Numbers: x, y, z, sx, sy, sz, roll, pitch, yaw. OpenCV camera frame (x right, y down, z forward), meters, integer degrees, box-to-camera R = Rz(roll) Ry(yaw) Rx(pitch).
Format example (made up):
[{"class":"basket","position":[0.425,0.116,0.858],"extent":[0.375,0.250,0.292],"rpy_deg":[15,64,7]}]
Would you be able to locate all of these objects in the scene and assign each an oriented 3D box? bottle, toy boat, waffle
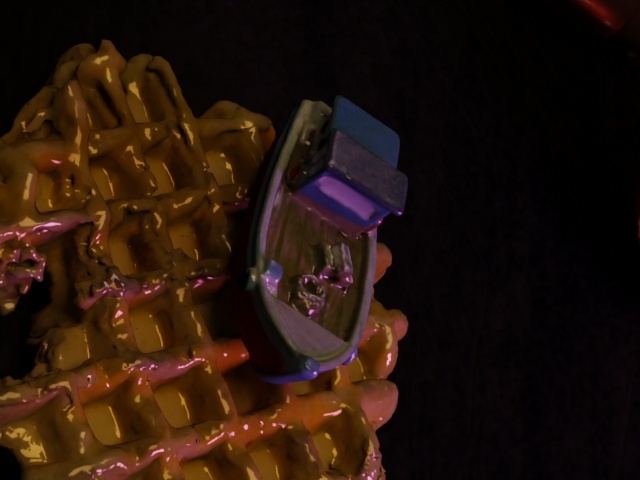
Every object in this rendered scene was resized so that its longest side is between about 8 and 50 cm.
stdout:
[{"class":"bottle","position":[0.159,-0.179,1.179],"extent":[0.164,0.060,0.060],"rpy_deg":[34,48,-21]},{"class":"toy boat","position":[0.000,0.000,0.866],"extent":[0.069,0.059,0.173],"rpy_deg":[34,46,-22]},{"class":"waffle","position":[-0.063,0.036,0.870],"extent":[0.250,0.056,0.261],"rpy_deg":[39,43,-17]}]

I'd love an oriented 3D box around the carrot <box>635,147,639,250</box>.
[{"class":"carrot","position":[0.322,-0.013,1.084],"extent":[0.307,0.258,0.100],"rpy_deg":[35,33,-26]}]
